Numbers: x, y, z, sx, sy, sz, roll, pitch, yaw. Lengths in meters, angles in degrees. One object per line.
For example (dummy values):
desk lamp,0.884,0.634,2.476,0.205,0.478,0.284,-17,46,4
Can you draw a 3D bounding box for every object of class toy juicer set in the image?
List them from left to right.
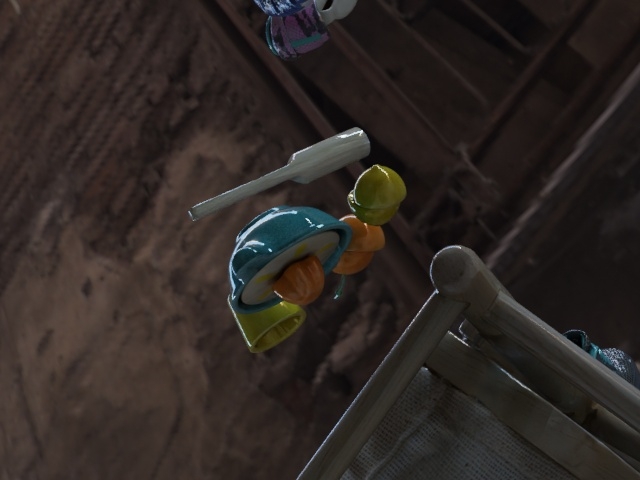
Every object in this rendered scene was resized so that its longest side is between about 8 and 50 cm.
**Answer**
toy juicer set,0.000,0.000,1.387,0.209,0.089,0.329,-33,-19,-8

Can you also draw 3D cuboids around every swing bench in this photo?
swing bench,0.049,0.161,0.612,0.165,0.254,0.253,37,-93,10

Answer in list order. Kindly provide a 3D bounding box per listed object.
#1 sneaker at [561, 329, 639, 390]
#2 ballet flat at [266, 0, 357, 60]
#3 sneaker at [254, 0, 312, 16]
sneaker,0.180,0.094,1.012,0.166,0.065,0.076,-24,-56,-56
ballet flat,0.007,-0.255,1.470,0.079,0.221,0.077,-5,-51,19
sneaker,0.020,-0.258,1.095,0.131,0.296,0.112,-30,-88,-22
